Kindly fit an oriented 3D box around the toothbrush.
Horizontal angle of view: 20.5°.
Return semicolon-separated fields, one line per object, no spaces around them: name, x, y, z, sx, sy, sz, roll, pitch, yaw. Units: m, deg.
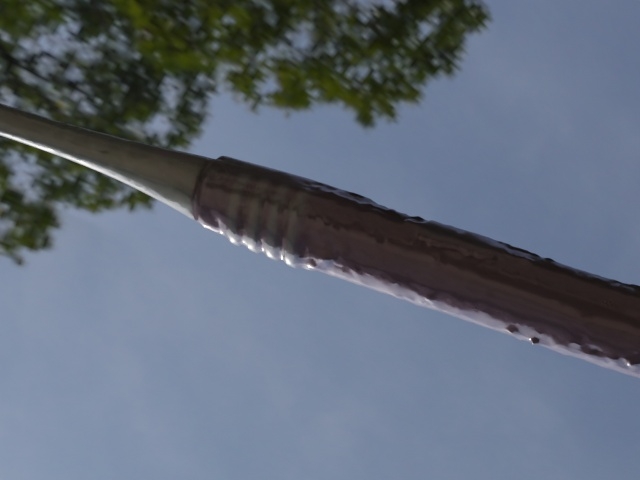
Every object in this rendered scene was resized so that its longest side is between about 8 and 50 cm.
toothbrush;0.000;0.000;0.453;0.354;0.029;0.024;18;-59;17
